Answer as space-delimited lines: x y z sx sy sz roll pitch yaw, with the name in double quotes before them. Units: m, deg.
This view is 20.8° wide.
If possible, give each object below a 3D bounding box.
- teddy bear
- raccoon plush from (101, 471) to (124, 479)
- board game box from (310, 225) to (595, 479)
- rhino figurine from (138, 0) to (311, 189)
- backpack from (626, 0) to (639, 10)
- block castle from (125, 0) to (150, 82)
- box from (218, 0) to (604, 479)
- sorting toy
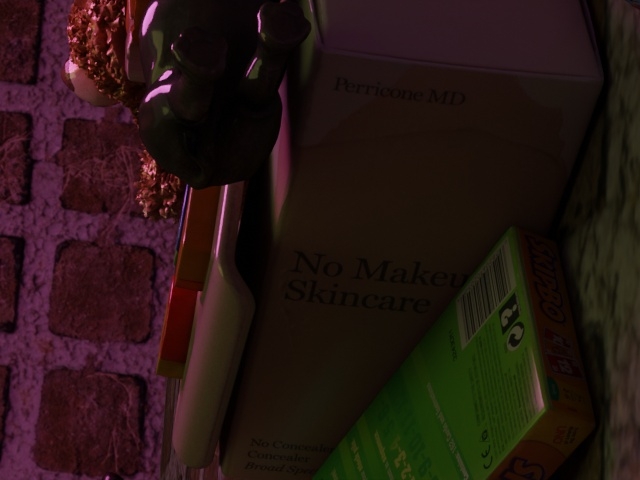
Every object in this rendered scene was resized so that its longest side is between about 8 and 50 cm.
"teddy bear" -0.121 -0.113 1.612 0.113 0.338 0.245 -14 68 33
"raccoon plush" -0.136 0.397 1.259 0.216 0.299 0.446 120 154 -68
"board game box" 0.048 0.123 0.889 0.259 0.039 0.124 -52 27 35
"rhino figurine" -0.050 -0.128 0.858 0.106 0.073 0.243 110 164 -47
"backpack" 0.116 -0.161 0.613 0.173 0.117 0.158 108 165 -65
"block castle" -0.028 -0.338 1.338 0.453 0.213 0.303 107 163 -56
"box" 0.035 -0.010 0.935 0.121 0.148 0.311 -94 12 -47
"sorting toy" -0.064 -0.005 0.973 0.193 0.038 0.208 108 165 -53
